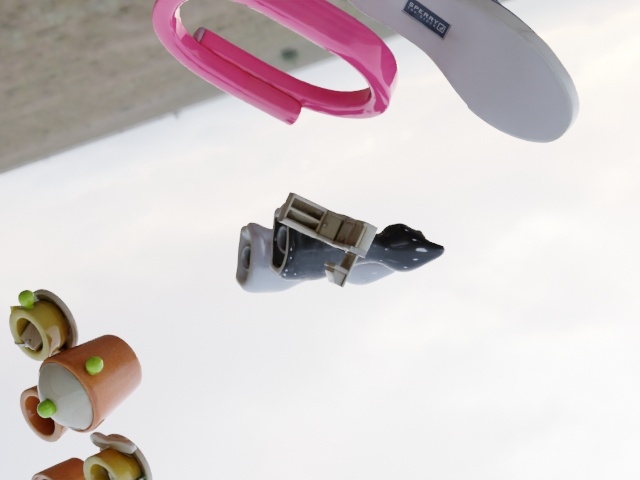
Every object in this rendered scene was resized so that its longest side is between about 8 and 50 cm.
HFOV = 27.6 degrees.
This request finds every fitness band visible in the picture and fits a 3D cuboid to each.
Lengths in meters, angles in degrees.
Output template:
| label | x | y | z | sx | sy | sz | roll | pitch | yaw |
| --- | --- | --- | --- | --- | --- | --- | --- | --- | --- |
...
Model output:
| label | x | y | z | sx | sy | sz | roll | pitch | yaw |
| --- | --- | --- | --- | --- | --- | --- | --- | --- | --- |
| fitness band | -0.049 | -0.219 | 1.476 | 0.209 | 0.291 | 0.054 | -32 | -145 | 59 |

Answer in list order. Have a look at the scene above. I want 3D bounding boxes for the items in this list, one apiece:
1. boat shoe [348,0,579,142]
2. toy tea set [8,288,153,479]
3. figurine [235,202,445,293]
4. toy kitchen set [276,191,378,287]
| label | x | y | z | sx | sy | sz | roll | pitch | yaw |
| --- | --- | --- | --- | --- | --- | --- | --- | --- | --- |
| boat shoe | 0.189 | -0.264 | 1.559 | 0.158 | 0.340 | 0.127 | -39 | 169 | -50 |
| toy tea set | -0.305 | 0.231 | 1.533 | 0.200 | 0.336 | 0.124 | 19 | -145 | 33 |
| figurine | 0.020 | 0.020 | 1.647 | 0.210 | 0.092 | 0.215 | 5 | 169 | -22 |
| toy kitchen set | 0.000 | 0.000 | 1.303 | 0.075 | 0.068 | 0.083 | 26 | 177 | -20 |
